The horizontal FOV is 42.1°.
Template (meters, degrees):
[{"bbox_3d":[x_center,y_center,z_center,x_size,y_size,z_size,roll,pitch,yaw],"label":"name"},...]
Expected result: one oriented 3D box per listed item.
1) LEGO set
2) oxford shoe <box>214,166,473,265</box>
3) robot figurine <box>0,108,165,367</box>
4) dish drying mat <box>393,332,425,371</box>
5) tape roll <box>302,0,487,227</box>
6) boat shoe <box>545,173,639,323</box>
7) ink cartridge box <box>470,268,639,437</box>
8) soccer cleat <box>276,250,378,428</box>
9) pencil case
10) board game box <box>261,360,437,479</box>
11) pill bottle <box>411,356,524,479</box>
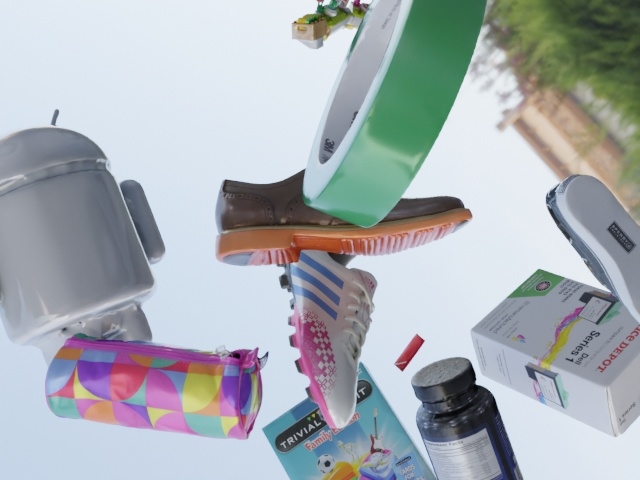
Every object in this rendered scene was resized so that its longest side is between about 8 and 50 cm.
[{"bbox_3d":[0.069,-0.358,1.268,0.287,0.107,0.132,-3,-135,-38],"label":"LEGO set"},{"bbox_3d":[0.031,-0.048,1.166,0.363,0.130,0.133,-4,-105,-4],"label":"oxford shoe"},{"bbox_3d":[-0.343,0.001,1.085,0.300,0.199,0.354,-17,-97,-47],"label":"robot figurine"},{"bbox_3d":[0.189,0.239,1.770,0.008,0.083,0.032,32,-175,-40],"label":"dish drying mat"},{"bbox_3d":[0.076,-0.176,0.938,0.077,0.321,0.321,22,-149,-11],"label":"tape roll"},{"bbox_3d":[0.218,0.011,0.611,0.142,0.049,0.040,53,168,-5],"label":"boat shoe"},{"bbox_3d":[0.429,0.179,1.399,0.278,0.201,0.117,21,140,48],"label":"ink cartridge box"},{"bbox_3d":[0.026,0.114,1.221,0.116,0.143,0.331,67,-174,-46],"label":"soccer cleat"},{"bbox_3d":[-0.174,0.152,0.894,0.236,0.104,0.104,1,-155,12],"label":"pencil case"},{"bbox_3d":[0.073,0.457,1.682,0.336,0.253,0.079,56,-179,23],"label":"board game box"},{"bbox_3d":[0.213,0.289,1.221,0.219,0.122,0.123,69,-155,-10],"label":"pill bottle"}]
